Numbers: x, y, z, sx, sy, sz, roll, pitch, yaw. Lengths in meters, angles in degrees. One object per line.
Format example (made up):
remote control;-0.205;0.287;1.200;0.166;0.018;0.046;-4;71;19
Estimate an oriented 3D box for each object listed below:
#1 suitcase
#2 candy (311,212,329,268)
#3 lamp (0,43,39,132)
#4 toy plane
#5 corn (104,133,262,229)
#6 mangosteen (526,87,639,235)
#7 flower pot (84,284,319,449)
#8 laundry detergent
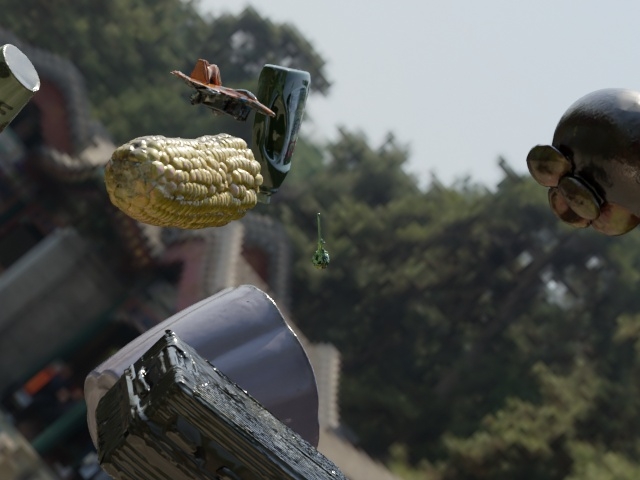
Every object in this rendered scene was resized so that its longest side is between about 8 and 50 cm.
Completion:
suitcase;-0.100;0.279;1.949;0.335;0.152;0.229;40;3;-15
candy;0.000;0.000;2.198;0.023;0.025;0.083;-134;-143;-54
lamp;-0.519;-0.198;2.470;0.121;0.215;0.121;53;17;-23
toy plane;-0.133;-0.197;2.375;0.188;0.062;0.135;39;10;38
corn;-0.133;-0.061;1.653;0.101;0.101;0.292;47;11;10
mangosteen;0.397;-0.106;2.259;0.210;0.210;0.210;47;-10;11
flower pot;-0.169;0.210;2.220;0.265;0.243;0.265;32;-50;47
laundry detergent;-0.074;-0.160;2.563;0.063;0.210;0.137;14;6;15
